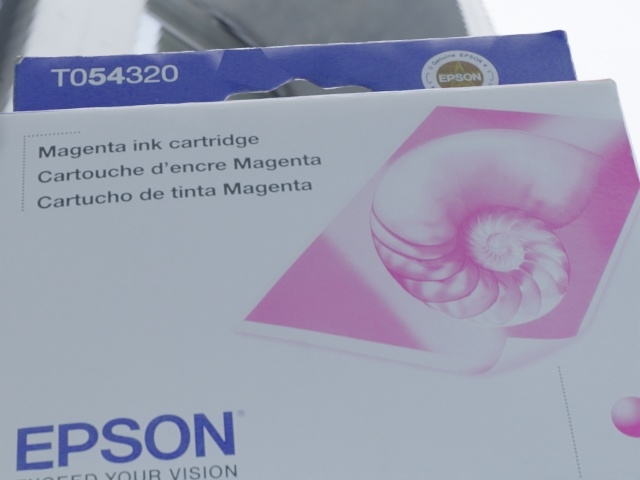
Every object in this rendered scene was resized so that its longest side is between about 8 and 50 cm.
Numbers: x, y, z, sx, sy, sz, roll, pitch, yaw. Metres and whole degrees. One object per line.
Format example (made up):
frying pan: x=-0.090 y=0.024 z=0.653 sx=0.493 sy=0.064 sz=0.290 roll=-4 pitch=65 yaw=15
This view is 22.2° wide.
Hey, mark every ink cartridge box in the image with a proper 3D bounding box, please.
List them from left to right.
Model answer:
ink cartridge box: x=0.000 y=0.000 z=0.810 sx=0.324 sy=0.071 sz=0.330 roll=-4 pitch=-126 yaw=-5
